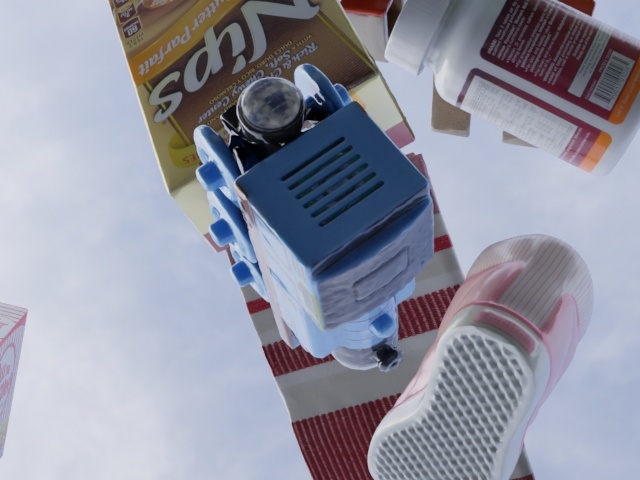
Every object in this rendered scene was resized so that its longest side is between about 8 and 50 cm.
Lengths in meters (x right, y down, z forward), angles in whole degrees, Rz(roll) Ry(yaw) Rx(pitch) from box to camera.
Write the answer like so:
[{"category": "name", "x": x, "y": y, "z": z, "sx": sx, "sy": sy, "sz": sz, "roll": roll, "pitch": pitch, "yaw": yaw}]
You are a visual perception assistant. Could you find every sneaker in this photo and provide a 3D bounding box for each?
[{"category": "sneaker", "x": 0.062, "y": 0.049, "z": 0.427, "sx": 0.051, "sy": 0.134, "sz": 0.070, "roll": 31, "pitch": -128, "yaw": 10}]

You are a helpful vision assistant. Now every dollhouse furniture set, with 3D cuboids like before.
[{"category": "dollhouse furniture set", "x": 0.154, "y": -0.247, "z": 1.221, "sx": 0.259, "sy": 0.135, "sz": 0.262, "roll": 11, "pitch": -132, "yaw": 14}]

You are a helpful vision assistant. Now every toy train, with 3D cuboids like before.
[{"category": "toy train", "x": 0.000, "y": 0.000, "z": 0.539, "sx": 0.080, "sy": 0.184, "sz": 0.105, "roll": -32, "pitch": -116, "yaw": -12}]

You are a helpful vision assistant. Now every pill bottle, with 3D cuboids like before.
[{"category": "pill bottle", "x": 0.176, "y": -0.155, "z": 1.014, "sx": 0.221, "sy": 0.121, "sz": 0.121, "roll": 28, "pitch": -111, "yaw": 5}]

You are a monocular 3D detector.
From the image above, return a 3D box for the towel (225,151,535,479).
[{"category": "towel", "x": 0.053, "y": 0.104, "z": 1.138, "sx": 0.237, "sy": 0.037, "sz": 0.329, "roll": -20, "pitch": -89, "yaw": 31}]

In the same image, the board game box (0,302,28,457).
[{"category": "board game box", "x": -0.383, "y": 0.183, "z": 1.303, "sx": 0.045, "sy": 0.147, "sz": 0.194, "roll": 13, "pitch": -74, "yaw": -1}]

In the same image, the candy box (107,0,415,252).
[{"category": "candy box", "x": -0.064, "y": -0.157, "z": 0.984, "sx": 0.182, "sy": 0.087, "sz": 0.316, "roll": -30, "pitch": -135, "yaw": 6}]
